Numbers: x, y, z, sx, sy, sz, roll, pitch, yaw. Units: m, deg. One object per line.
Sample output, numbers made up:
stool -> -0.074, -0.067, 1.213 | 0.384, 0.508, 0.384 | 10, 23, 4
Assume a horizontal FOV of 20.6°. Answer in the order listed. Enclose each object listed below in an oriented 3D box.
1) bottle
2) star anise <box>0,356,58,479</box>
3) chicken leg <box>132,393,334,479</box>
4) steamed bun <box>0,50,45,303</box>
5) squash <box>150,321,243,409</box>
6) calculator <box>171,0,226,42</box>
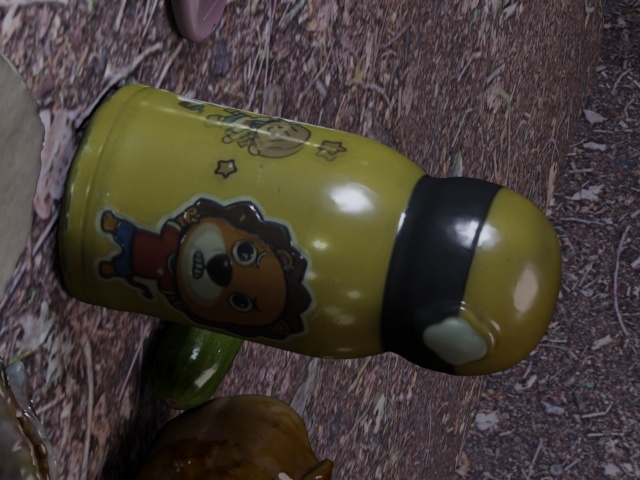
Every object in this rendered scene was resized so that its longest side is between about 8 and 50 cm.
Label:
bottle -> 0.000, 0.000, 1.278 | 0.171, 0.351, 0.171 | 13, 90, -74
star anise -> -0.218, 0.226, 1.074 | 0.332, 0.118, 0.331 | 179, -90, -90
chicken leg -> -0.117, 0.328, 1.470 | 0.295, 0.182, 0.409 | -59, -171, 35
steamed bun -> -0.221, -0.030, 0.926 | 0.183, 0.106, 0.182 | 11, 90, -78
squash -> -0.086, 0.053, 1.563 | 0.069, 0.069, 0.239 | 85, 25, -50
calculator -> -0.092, -0.230, 1.375 | 0.103, 0.024, 0.166 | -61, 160, -44
